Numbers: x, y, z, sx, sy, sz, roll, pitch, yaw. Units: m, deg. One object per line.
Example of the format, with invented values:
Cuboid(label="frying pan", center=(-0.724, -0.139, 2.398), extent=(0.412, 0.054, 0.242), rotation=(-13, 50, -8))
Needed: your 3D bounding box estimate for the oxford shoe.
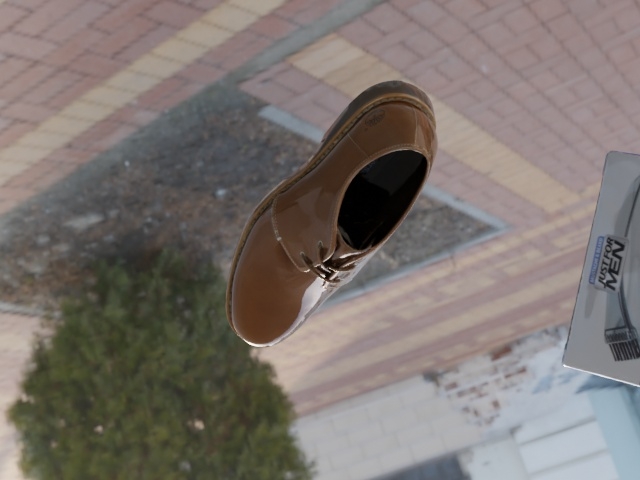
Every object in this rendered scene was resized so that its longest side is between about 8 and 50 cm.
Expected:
Cuboid(label="oxford shoe", center=(0.000, 0.000, 0.671), extent=(0.076, 0.076, 0.212), rotation=(23, 122, -20))

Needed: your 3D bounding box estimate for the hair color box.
Cuboid(label="hair color box", center=(0.379, 0.051, 0.830), extent=(0.338, 0.185, 0.110), rotation=(15, -173, 30))
